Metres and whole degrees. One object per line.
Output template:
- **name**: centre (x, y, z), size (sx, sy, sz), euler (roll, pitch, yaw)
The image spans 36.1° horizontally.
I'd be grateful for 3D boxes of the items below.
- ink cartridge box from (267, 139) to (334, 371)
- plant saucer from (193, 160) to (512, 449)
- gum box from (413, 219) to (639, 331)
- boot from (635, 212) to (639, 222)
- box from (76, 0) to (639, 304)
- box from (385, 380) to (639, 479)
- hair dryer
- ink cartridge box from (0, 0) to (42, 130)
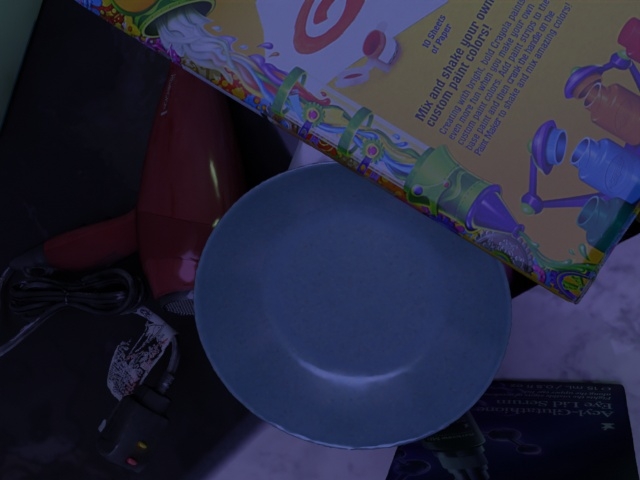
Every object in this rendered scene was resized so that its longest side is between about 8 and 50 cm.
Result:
- **ink cartridge box**: centre (0.000, 0.000, 0.688), size (0.063, 0.109, 0.151), euler (24, 106, 8)
- **plant saucer**: centre (0.020, 0.038, 0.610), size (0.194, 0.037, 0.195), euler (3, 112, 7)
- **gum box**: centre (0.156, -0.020, 0.650), size (0.188, 0.107, 0.062), euler (-29, 94, 16)
- **boot**: centre (0.275, -0.127, 0.492), size (0.089, 0.236, 0.270), euler (37, 125, 38)
- **box**: centre (0.083, -0.176, 0.489), size (0.279, 0.177, 0.290), euler (32, 104, 4)
- **box**: centre (0.129, 0.177, 0.643), size (0.153, 0.207, 0.108), euler (-1, 102, 13)
- **hair dryer**: centre (-0.147, -0.005, 0.713), size (0.223, 0.080, 0.294), euler (33, 93, 31)
- **ink cartridge box**: centre (-0.361, -0.203, 0.682), size (0.270, 0.197, 0.198), euler (25, 105, 7)
